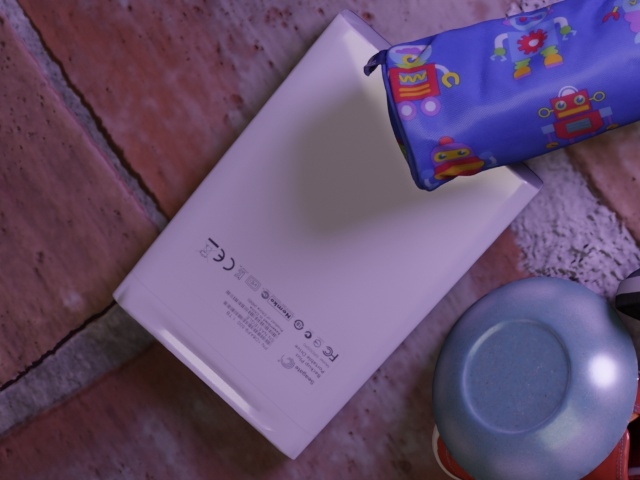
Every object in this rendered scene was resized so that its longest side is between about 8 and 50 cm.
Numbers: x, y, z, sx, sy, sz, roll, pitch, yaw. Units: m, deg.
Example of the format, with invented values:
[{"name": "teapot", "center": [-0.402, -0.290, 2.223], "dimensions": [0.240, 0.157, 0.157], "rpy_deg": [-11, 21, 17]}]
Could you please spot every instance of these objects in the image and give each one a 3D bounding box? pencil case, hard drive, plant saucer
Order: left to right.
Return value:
[{"name": "hard drive", "center": [0.000, 0.000, 1.608], "dimensions": [0.233, 0.047, 0.353], "rpy_deg": [42, 113, 3]}, {"name": "plant saucer", "center": [0.176, 0.120, 1.535], "dimensions": [0.195, 0.037, 0.195], "rpy_deg": [-11, 68, 27]}, {"name": "pencil case", "center": [0.197, -0.141, 1.444], "dimensions": [0.306, 0.133, 0.119], "rpy_deg": [-18, 136, 11]}]

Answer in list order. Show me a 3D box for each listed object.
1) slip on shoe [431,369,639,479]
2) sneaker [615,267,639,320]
[{"name": "slip on shoe", "center": [0.253, 0.174, 1.544], "dimensions": [0.331, 0.101, 0.123], "rpy_deg": [0, 106, 19]}, {"name": "sneaker", "center": [0.367, -0.025, 1.447], "dimensions": [0.295, 0.123, 0.178], "rpy_deg": [-12, 60, 50]}]
